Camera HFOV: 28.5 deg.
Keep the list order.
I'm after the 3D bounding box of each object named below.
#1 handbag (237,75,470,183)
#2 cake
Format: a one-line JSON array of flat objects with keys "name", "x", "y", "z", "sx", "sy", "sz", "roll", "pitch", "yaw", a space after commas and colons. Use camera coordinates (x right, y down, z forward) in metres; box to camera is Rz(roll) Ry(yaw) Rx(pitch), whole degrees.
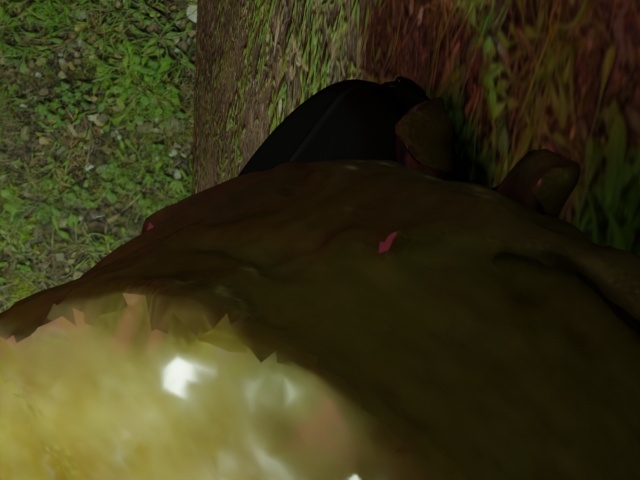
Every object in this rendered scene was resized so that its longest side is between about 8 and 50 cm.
[{"name": "handbag", "x": -0.001, "y": -0.001, "z": 0.901, "sx": 0.253, "sy": 0.093, "sz": 0.308, "roll": -54, "pitch": 20, "yaw": 12}, {"name": "cake", "x": 0.033, "y": 0.108, "z": 0.556, "sx": 0.321, "sy": 0.332, "sz": 0.332, "roll": -35, "pitch": -36, "yaw": -50}]
